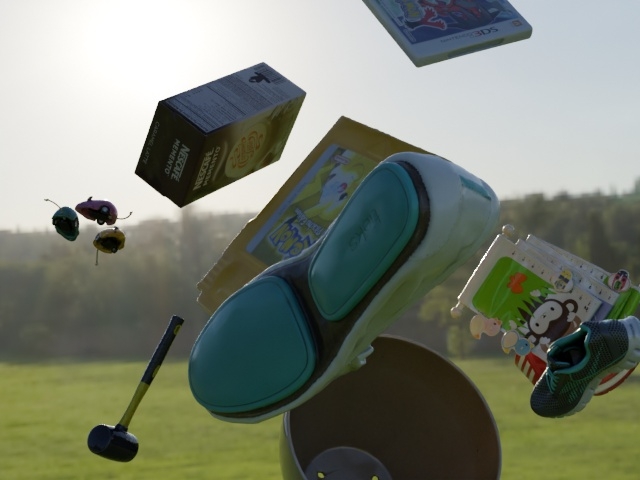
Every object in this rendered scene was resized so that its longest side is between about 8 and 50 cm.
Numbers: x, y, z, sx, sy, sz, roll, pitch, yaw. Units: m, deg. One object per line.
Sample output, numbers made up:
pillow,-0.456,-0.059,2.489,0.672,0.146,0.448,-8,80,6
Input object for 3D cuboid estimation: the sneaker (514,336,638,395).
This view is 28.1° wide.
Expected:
sneaker,0.352,0.156,1.801,0.221,0.128,0.087,-45,11,47

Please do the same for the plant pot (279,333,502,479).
plant pot,0.066,0.289,1.649,0.284,0.284,0.191,-4,-31,-23

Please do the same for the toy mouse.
toy mouse,-0.347,-0.034,1.896,0.143,0.031,0.161,33,-39,-25

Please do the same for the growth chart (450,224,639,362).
growth chart,0.305,0.082,1.719,0.237,0.172,0.021,23,-3,27

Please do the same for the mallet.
mallet,-0.209,0.181,1.538,0.039,0.190,0.062,23,-15,34

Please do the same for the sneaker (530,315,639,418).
sneaker,0.255,0.126,1.308,0.076,0.065,0.166,8,-41,-28

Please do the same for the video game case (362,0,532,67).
video game case,0.163,-0.324,1.759,0.183,0.201,0.023,-17,-39,-21

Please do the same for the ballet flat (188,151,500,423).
ballet flat,0.023,0.060,1.172,0.139,0.139,0.400,-4,-29,-40

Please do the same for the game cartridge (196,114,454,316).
game cartridge,0.000,0.000,1.607,0.053,0.324,0.285,46,-8,-32

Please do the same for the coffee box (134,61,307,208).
coffee box,-0.147,-0.161,1.912,0.098,0.141,0.246,38,38,18
